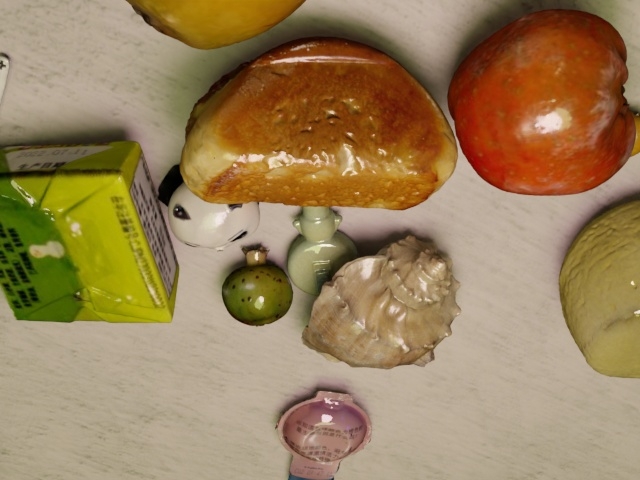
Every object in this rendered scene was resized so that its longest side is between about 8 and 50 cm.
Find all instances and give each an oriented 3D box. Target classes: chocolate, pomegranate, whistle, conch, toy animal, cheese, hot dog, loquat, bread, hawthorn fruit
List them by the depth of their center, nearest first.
[{"bbox_3d":[-0.131,-0.383,1.385,0.284,0.276,0.276,-42,116,13],"label":"loquat"},{"bbox_3d":[0.328,-0.192,1.531,0.285,0.284,0.284,-1,125,-1],"label":"hawthorn fruit"},{"bbox_3d":[-0.006,-0.174,1.564,0.406,0.223,0.185,1,164,-15],"label":"hot dog"},{"bbox_3d":[-0.180,-0.048,1.683,0.166,0.179,0.138,-15,110,1],"label":"toy animal"},{"bbox_3d":[-0.388,-0.015,1.689,0.289,0.137,0.300,0,128,16],"label":"chocolate"},{"bbox_3d":[0.562,0.081,1.756,0.321,0.237,0.320,-1,140,-1],"label":"bread"},{"bbox_3d":[0.098,0.131,1.778,0.263,0.186,0.324,5,131,-34],"label":"conch"},{"bbox_3d":[0.000,0.000,1.780,0.126,0.067,0.258,-7,122,1],"label":"whistle"},{"bbox_3d":[-0.106,0.086,1.811,0.130,0.130,0.130,-1,125,-1],"label":"pomegranate"},{"bbox_3d":[0.001,0.395,2.049,0.189,0.074,0.285,7,128,-6],"label":"cheese"}]

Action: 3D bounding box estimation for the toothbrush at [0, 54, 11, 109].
[{"bbox_3d":[-0.530,-0.161,1.678,0.030,0.030,0.303,16,123,-12],"label":"toothbrush"}]

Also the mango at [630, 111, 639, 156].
[{"bbox_3d":[0.472,-0.160,1.682,0.080,0.060,0.114,38,120,-21],"label":"mango"}]
